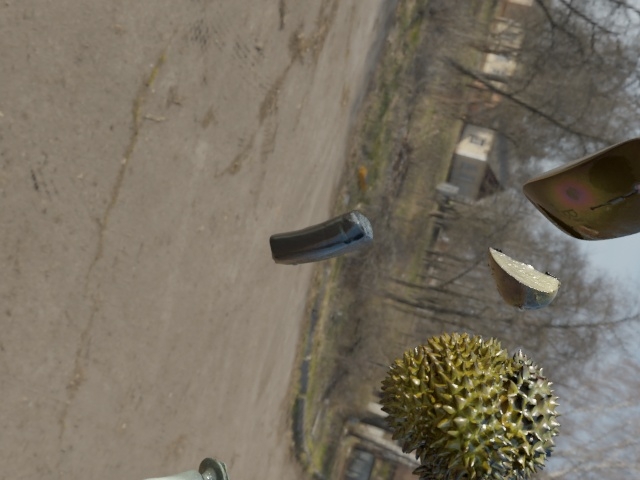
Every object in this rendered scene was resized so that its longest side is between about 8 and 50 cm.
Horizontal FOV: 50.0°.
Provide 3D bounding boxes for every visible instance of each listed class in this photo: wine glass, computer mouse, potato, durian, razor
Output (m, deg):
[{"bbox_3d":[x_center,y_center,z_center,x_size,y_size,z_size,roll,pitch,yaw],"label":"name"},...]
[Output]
[{"bbox_3d":[-0.219,0.388,1.068,0.155,0.072,0.072,-2,110,-52],"label":"wine glass"},{"bbox_3d":[0.462,-0.077,1.126,0.072,0.158,0.310,-53,-168,-24],"label":"computer mouse"},{"bbox_3d":[0.409,0.101,1.450,0.101,0.172,0.089,-61,-177,42],"label":"potato"},{"bbox_3d":[0.216,0.254,1.000,0.293,0.258,0.258,-8,115,-58],"label":"durian"},{"bbox_3d":[0.000,0.000,1.010,0.090,0.148,0.054,29,47,-70],"label":"razor"}]
